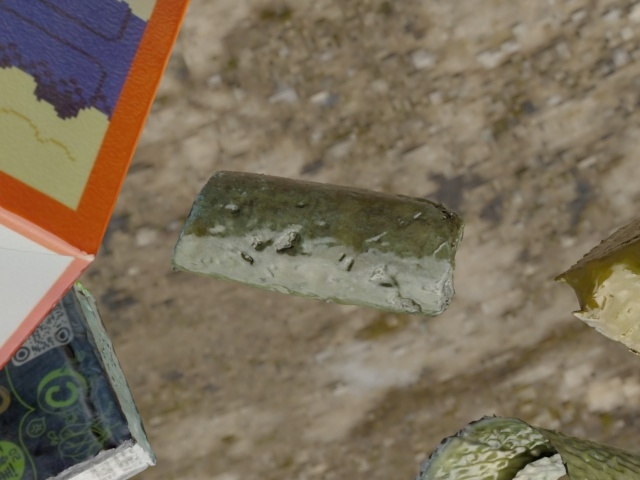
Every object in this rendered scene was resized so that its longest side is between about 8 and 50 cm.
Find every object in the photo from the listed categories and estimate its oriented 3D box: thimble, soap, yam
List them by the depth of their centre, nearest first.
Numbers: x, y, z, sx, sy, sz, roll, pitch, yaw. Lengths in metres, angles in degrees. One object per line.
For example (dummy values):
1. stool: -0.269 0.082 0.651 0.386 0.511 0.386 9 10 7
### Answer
1. yam: 0.000 0.000 1.009 0.179 0.078 0.078 10 157 7
2. thimble: 0.198 0.305 1.469 0.150 0.270 0.271 16 139 -29
3. soap: 0.376 -0.026 1.719 0.169 0.304 0.339 -27 142 31

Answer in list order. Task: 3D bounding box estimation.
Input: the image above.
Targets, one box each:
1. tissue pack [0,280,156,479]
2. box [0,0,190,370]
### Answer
1. tissue pack: -0.257 0.146 1.206 0.235 0.173 0.073 -28 145 -1
2. box: -0.296 -0.073 0.934 0.319 0.257 0.348 28 139 -15
